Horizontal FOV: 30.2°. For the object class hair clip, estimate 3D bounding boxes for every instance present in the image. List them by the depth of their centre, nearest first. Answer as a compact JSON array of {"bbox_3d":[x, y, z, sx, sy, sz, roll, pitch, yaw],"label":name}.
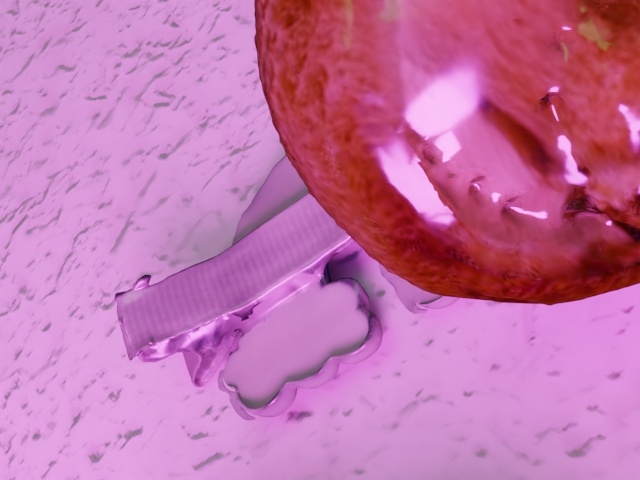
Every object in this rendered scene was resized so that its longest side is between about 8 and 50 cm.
[{"bbox_3d":[0.000,0.000,0.586,0.220,0.054,0.140,-34,45,15],"label":"hair clip"}]

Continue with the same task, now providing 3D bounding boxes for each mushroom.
[{"bbox_3d":[0.097,-0.093,0.438,0.253,0.253,0.153,-50,9,4],"label":"mushroom"}]
